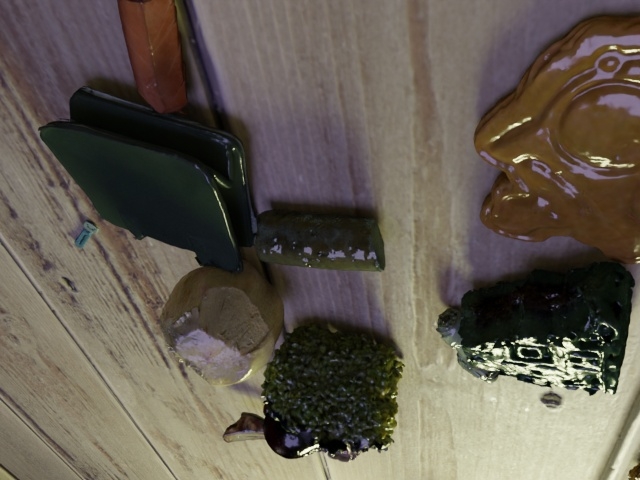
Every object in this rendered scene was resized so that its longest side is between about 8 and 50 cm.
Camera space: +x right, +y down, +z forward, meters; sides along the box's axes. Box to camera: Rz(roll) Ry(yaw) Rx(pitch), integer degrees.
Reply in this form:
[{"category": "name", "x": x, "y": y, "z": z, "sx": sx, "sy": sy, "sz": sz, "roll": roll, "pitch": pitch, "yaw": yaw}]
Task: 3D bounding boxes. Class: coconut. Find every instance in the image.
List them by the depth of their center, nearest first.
[{"category": "coconut", "x": -0.145, "y": 0.121, "z": 1.006, "sx": 0.195, "sy": 0.194, "sz": 0.194, "roll": 15, "pitch": 142, "yaw": 12}]

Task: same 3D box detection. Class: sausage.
[{"category": "sausage", "x": -0.181, "y": -0.209, "z": 0.725, "sx": 0.065, "sy": 0.065, "sz": 0.169, "roll": 17, "pitch": 144, "yaw": 10}]

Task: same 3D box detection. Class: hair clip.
[{"category": "hair clip", "x": -0.059, "y": 0.410, "z": 1.402, "sx": 0.301, "sy": 0.069, "sz": 0.173, "roll": 3, "pitch": 141, "yaw": 10}]

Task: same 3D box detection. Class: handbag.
[{"category": "handbag", "x": -0.218, "y": -0.070, "z": 0.884, "sx": 0.248, "sy": 0.079, "sz": 0.260, "roll": 18, "pitch": 150, "yaw": 12}]

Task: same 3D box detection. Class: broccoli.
[{"category": "broccoli", "x": 0.038, "y": 0.228, "z": 1.102, "sx": 0.243, "sy": 0.273, "sz": 0.180, "roll": 24, "pitch": 99, "yaw": 15}]

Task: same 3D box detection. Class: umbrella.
[{"category": "umbrella", "x": 0.220, "y": 0.159, "z": 0.954, "sx": 0.067, "sy": 0.062, "sz": 0.143, "roll": -11, "pitch": 128, "yaw": 44}]

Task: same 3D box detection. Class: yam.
[{"category": "yam", "x": 0.000, "y": 0.000, "z": 0.867, "sx": 0.179, "sy": 0.078, "sz": 0.078, "roll": 4, "pitch": 139, "yaw": 24}]

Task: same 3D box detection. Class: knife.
[{"category": "knife", "x": -0.409, "y": -0.008, "z": 1.132, "sx": 0.027, "sy": 0.010, "sz": 0.096, "roll": 36, "pitch": 142, "yaw": -15}]

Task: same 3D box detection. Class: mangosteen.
[{"category": "mangosteen", "x": -0.043, "y": 0.342, "z": 1.262, "sx": 0.153, "sy": 0.152, "sz": 0.152, "roll": 15, "pitch": 142, "yaw": 12}]

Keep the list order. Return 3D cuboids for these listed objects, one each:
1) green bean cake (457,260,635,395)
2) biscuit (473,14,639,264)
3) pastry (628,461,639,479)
[{"category": "green bean cake", "x": 0.268, "y": 0.103, "z": 0.807, "sx": 0.209, "sy": 0.107, "sz": 0.193, "roll": 6, "pitch": 151, "yaw": 29}, {"category": "biscuit", "x": 0.299, "y": -0.084, "z": 0.626, "sx": 0.269, "sy": 0.051, "sz": 0.376, "roll": 37, "pitch": 142, "yaw": -14}, {"category": "pastry", "x": 0.551, "y": 0.371, "z": 1.036, "sx": 0.080, "sy": 0.056, "sz": 0.140, "roll": 26, "pitch": 147, "yaw": 16}]
